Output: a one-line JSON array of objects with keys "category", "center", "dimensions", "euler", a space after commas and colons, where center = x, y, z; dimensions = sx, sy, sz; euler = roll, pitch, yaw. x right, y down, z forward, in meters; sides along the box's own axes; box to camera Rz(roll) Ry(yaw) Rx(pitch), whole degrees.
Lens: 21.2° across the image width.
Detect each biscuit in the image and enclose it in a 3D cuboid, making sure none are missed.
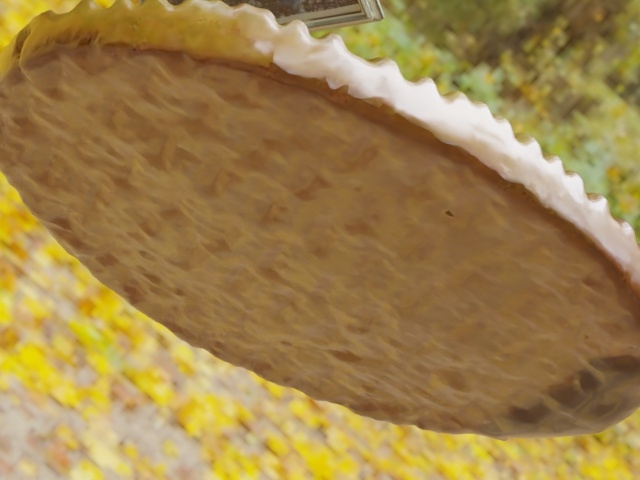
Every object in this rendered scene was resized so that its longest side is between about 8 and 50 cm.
[{"category": "biscuit", "center": [0.000, 0.000, 0.745], "dimensions": [0.318, 0.040, 0.318], "euler": [19, -25, 9]}]

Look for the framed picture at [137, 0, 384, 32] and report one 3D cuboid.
[{"category": "framed picture", "center": [-0.060, -0.200, 1.216], "dimensions": [0.011, 0.183, 0.142], "euler": [-67, 143, -47]}]
